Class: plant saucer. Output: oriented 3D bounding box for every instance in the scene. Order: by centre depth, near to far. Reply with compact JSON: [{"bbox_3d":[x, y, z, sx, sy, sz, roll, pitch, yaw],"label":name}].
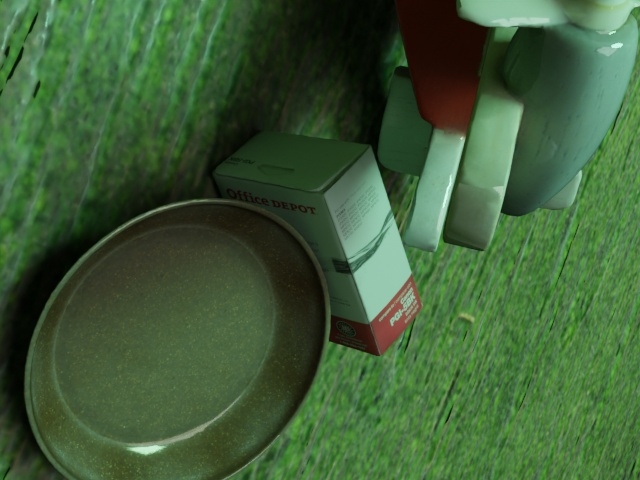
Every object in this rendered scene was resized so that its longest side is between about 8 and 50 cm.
[{"bbox_3d":[-0.086,0.064,0.639,0.198,0.036,0.198,-13,116,-28],"label":"plant saucer"}]

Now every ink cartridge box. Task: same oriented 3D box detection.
[{"bbox_3d":[0.000,0.000,0.694,0.056,0.099,0.135,-45,131,-32],"label":"ink cartridge box"}]

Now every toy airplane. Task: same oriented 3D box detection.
[{"bbox_3d":[0.137,-0.171,0.661,0.384,0.272,0.386,18,70,-70],"label":"toy airplane"}]
